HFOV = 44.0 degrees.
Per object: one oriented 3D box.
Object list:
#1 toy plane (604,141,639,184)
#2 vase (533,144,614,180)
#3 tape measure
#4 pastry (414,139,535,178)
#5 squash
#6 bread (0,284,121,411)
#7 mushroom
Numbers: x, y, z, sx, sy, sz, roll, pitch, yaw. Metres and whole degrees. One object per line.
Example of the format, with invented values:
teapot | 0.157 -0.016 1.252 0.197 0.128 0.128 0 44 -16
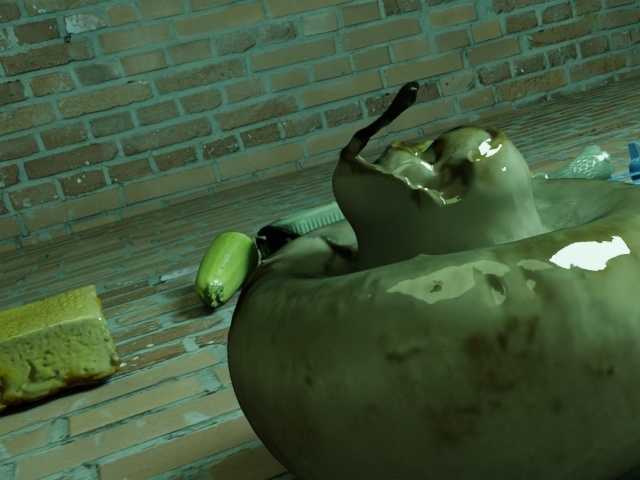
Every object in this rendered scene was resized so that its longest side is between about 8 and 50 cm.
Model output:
toy plane | 0.575 -0.116 1.200 0.254 0.105 0.271 -21 14 -30
vase | 0.444 -0.112 1.419 0.149 0.081 0.081 -23 14 -26
tape measure | 0.000 0.000 1.333 0.235 0.115 0.207 -17 6 1
pastry | 0.248 -0.100 1.340 0.256 0.170 0.237 3 20 33
squash | -0.162 0.060 1.314 0.094 0.094 0.224 -12 17 8
bread | -0.415 0.159 1.055 0.275 0.114 0.185 -18 16 -15
mushroom | 0.102 0.028 0.583 0.362 0.294 0.362 -14 9 2
